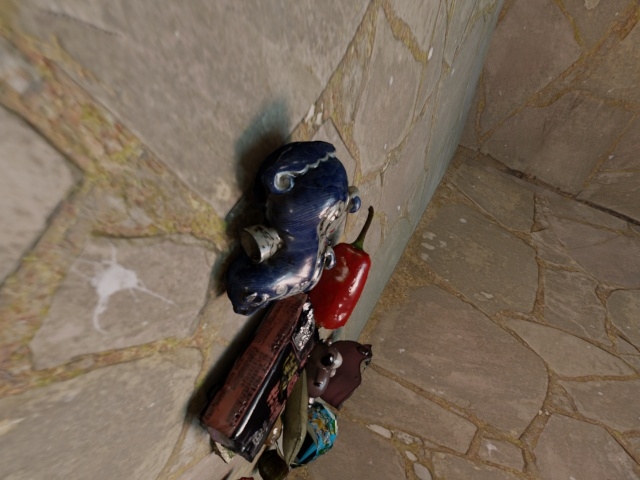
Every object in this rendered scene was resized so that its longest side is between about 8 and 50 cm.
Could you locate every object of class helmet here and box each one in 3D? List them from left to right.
[{"bbox_3d":[0.079,0.546,1.903,0.338,0.197,0.271,-56,174,-52],"label":"helmet"}]

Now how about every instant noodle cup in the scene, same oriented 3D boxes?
[{"bbox_3d":[-0.064,0.767,1.752,0.240,0.240,0.178,-64,162,2],"label":"instant noodle cup"}]

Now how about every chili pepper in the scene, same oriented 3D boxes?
[{"bbox_3d":[0.069,0.072,1.190,0.131,0.134,0.338,8,113,-51],"label":"chili pepper"}]

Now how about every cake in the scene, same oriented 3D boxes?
[{"bbox_3d":[-0.225,0.477,1.048,0.051,0.055,0.140,-44,155,-36],"label":"cake"}]

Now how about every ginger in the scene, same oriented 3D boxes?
[{"bbox_3d":[-0.159,0.585,1.379,0.204,0.080,0.104,101,-12,-64],"label":"ginger"}]

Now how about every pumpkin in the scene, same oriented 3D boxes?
[{"bbox_3d":[-0.188,0.878,1.730,0.119,0.108,0.183,-49,176,-19],"label":"pumpkin"}]

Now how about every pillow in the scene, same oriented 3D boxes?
[{"bbox_3d":[-0.084,0.564,1.463,0.302,0.075,0.185,-91,-165,-58],"label":"pillow"}]

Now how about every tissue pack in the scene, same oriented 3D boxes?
[{"bbox_3d":[-0.121,0.282,0.951,0.332,0.123,0.245,-58,159,-31],"label":"tissue pack"}]

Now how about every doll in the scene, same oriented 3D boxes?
[{"bbox_3d":[-0.008,0.482,1.641,0.257,0.117,0.182,-62,-166,-2],"label":"doll"}]

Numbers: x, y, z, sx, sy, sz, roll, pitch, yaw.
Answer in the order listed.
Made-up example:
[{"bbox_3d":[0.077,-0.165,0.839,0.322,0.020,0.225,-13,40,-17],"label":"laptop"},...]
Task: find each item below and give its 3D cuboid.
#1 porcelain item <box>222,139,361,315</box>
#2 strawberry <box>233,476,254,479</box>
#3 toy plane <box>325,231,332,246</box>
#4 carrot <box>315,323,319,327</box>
[{"bbox_3d":[-0.059,-0.014,0.677,0.186,0.138,0.288,-28,150,-36],"label":"porcelain item"},{"bbox_3d":[-0.279,0.761,1.258,0.228,0.098,0.174,-57,165,-36],"label":"strawberry"},{"bbox_3d":[0.000,0.000,1.037,0.060,0.037,0.145,-30,149,-46],"label":"toy plane"},{"bbox_3d":[-0.036,0.235,1.265,0.069,0.069,0.229,-66,164,9],"label":"carrot"}]
